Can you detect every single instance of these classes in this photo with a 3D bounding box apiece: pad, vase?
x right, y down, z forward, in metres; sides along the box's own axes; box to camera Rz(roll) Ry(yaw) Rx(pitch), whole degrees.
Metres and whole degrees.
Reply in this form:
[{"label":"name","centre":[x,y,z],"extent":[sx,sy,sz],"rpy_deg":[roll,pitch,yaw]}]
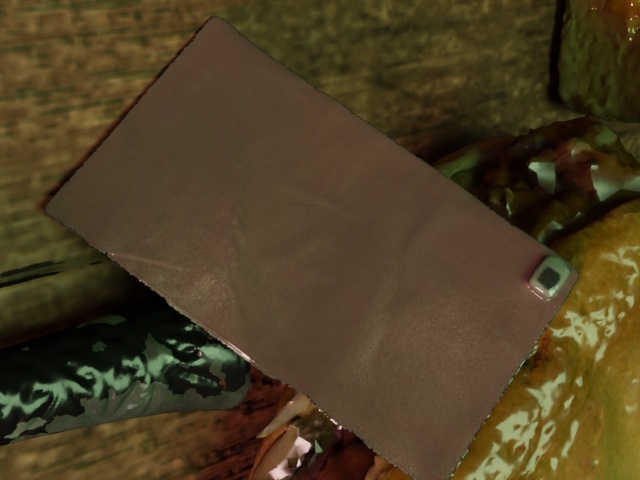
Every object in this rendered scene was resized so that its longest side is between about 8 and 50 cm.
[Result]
[{"label":"pad","centre":[0.000,0.000,0.425],"extent":[0.188,0.006,0.113],"rpy_deg":[36,71,4]},{"label":"vase","centre":[-0.108,0.055,0.397],"extent":[0.167,0.059,0.059],"rpy_deg":[-12,109,-38]}]

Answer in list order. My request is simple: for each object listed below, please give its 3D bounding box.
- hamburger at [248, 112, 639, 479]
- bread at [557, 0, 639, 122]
[{"label":"hamburger","centre":[0.086,0.064,0.503],"extent":[0.282,0.155,0.245],"rpy_deg":[-6,101,-35]},{"label":"bread","centre":[0.269,-0.154,0.634],"extent":[0.274,0.114,0.185],"rpy_deg":[-3,103,-42]}]
